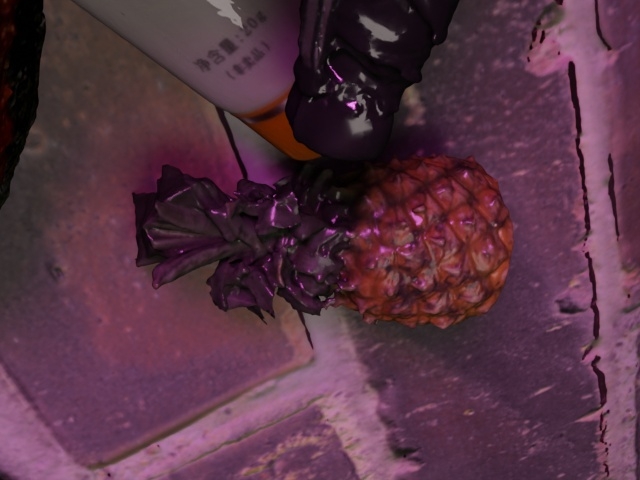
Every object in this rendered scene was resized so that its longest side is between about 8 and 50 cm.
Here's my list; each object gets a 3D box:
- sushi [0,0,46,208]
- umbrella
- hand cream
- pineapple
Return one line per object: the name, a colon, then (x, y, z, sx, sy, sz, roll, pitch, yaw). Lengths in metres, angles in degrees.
sushi: (-0.197, -0.095, 0.482, 0.136, 0.126, 0.225, 8, 130, -6)
umbrella: (0.047, -0.177, 0.413, 0.106, 0.113, 0.357, -41, 157, -49)
hand cream: (-0.088, -0.165, 0.541, 0.140, 0.089, 0.314, -38, 127, 24)
pineapple: (0.000, -0.001, 0.694, 0.248, 0.128, 0.128, 0, 126, -20)
